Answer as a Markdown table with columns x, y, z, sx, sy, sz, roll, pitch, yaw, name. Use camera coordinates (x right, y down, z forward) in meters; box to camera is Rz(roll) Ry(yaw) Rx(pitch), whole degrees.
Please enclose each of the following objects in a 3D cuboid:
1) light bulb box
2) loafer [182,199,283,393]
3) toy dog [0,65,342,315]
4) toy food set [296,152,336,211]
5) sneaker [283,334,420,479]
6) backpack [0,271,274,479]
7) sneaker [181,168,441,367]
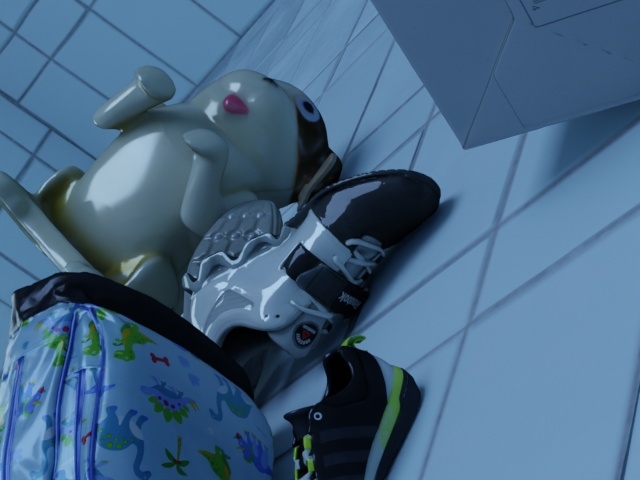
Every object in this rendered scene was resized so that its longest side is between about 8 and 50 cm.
| x | y | z | sx | sy | sz | roll | pitch | yaw | name |
| --- | --- | --- | --- | --- | --- | --- | --- | --- | --- |
| 0.172 | -0.343 | 1.250 | 0.225 | 0.358 | 0.361 | -14 | 37 | 33 | light bulb box |
| -0.105 | 0.091 | 1.713 | 0.112 | 0.111 | 0.319 | -1 | 51 | 24 | loafer |
| -0.164 | -0.056 | 1.917 | 0.408 | 0.395 | 0.284 | -41 | 52 | -10 | toy dog |
| 0.000 | 0.000 | 1.714 | 0.132 | 0.038 | 0.192 | 131 | 153 | -52 | toy food set |
| 0.000 | 0.184 | 1.197 | 0.084 | 0.097 | 0.235 | -38 | 21 | 51 | sneaker |
| -0.178 | 0.232 | 1.335 | 0.273 | 0.290 | 0.356 | -20 | 41 | 40 | backpack |
| -0.001 | 0.047 | 1.529 | 0.330 | 0.122 | 0.146 | -32 | 51 | 28 | sneaker |
